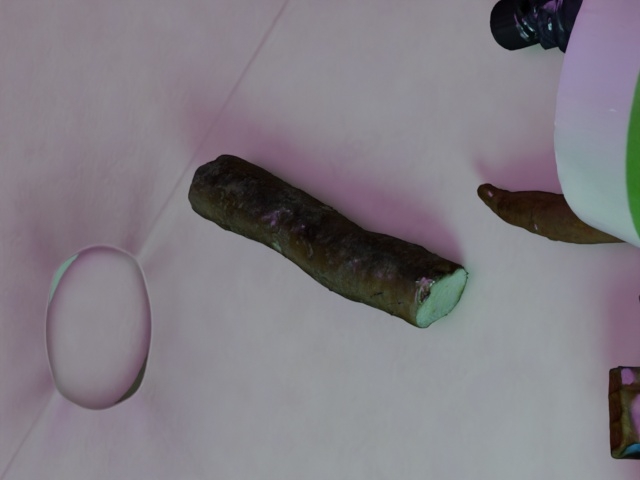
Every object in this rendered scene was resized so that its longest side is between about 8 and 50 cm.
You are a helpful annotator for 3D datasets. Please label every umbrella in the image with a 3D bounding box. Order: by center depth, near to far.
[{"bbox_3d":[0.203,-0.149,0.927,0.224,0.080,0.071,-6,117,45],"label":"umbrella"}]

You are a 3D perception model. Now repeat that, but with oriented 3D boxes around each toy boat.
[{"bbox_3d":[0.207,0.119,0.897,0.066,0.065,0.172,-4,79,28],"label":"toy boat"}]

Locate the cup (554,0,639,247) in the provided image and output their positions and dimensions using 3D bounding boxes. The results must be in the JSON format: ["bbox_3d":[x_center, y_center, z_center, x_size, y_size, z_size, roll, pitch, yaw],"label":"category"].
[{"bbox_3d":[0.273,-0.052,0.710,0.274,0.253,0.253,21,100,36],"label":"cup"}]

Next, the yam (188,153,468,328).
[{"bbox_3d":[0.000,0.000,1.097,0.253,0.061,0.061,27,104,39],"label":"yam"}]

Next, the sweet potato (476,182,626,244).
[{"bbox_3d":[0.184,-0.020,0.943,0.214,0.050,0.050,-4,84,44],"label":"sweet potato"}]
